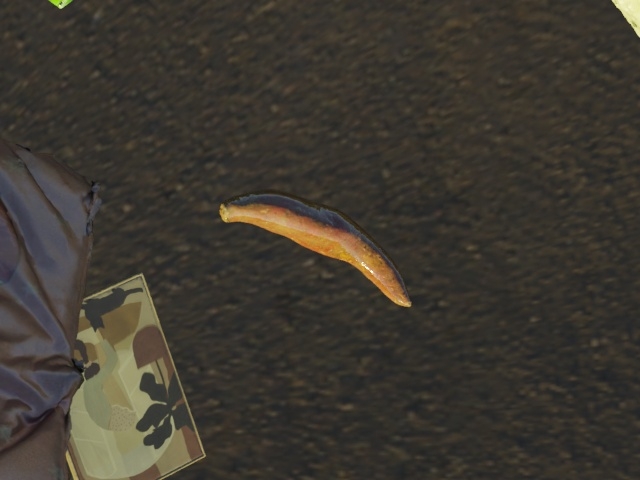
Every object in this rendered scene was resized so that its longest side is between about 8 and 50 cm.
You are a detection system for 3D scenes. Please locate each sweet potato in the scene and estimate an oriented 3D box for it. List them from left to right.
[{"bbox_3d":[0.003,-0.007,1.872,0.255,0.058,0.078,28,46,-24],"label":"sweet potato"}]

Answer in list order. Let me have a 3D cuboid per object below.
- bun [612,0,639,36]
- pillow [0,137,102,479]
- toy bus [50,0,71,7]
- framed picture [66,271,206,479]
[{"bbox_3d":[0.226,-0.147,0.795,0.118,0.195,0.195,-44,99,-18],"label":"bun"},{"bbox_3d":[-0.146,0.040,0.552,0.135,0.049,0.248,11,41,-14],"label":"pillow"},{"bbox_3d":[-0.202,-0.203,1.159,0.083,0.037,0.031,43,49,-4],"label":"toy bus"},{"bbox_3d":[-0.199,0.148,1.597,0.136,0.010,0.201,-25,105,-30],"label":"framed picture"}]
